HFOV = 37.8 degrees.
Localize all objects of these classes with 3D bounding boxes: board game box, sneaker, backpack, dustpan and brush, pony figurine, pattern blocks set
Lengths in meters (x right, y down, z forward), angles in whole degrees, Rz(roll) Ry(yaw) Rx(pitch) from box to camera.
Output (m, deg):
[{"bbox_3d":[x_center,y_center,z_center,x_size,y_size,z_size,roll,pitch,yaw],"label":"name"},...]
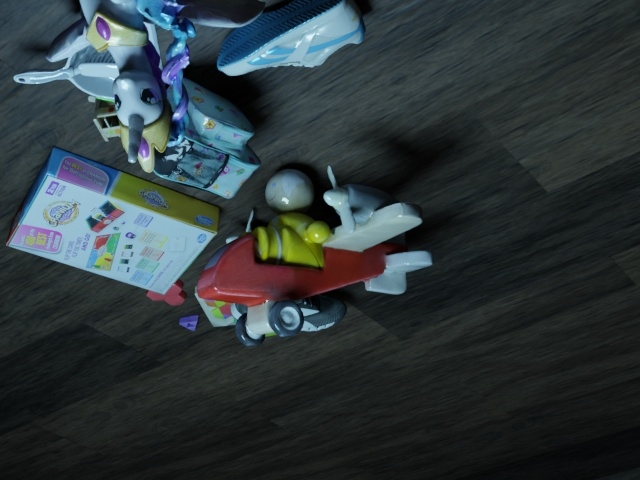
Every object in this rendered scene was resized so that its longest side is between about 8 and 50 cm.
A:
[{"bbox_3d":[-0.379,-0.026,1.706,0.317,0.064,0.242,21,139,-25],"label":"board game box"},{"bbox_3d":[-0.057,0.122,1.853,0.234,0.078,0.106,5,142,-10],"label":"sneaker"},{"bbox_3d":[-0.046,-0.284,1.344,0.229,0.087,0.092,-17,142,25],"label":"sneaker"},{"bbox_3d":[-0.183,-0.155,1.452,0.144,0.166,0.188,-48,140,9],"label":"backpack"},{"bbox_3d":[-0.349,-0.259,1.397,0.211,0.060,0.147,0,143,0],"label":"dustpan and brush"},{"bbox_3d":[-0.244,-0.307,1.152,0.303,0.351,0.363,-10,123,8],"label":"pony figurine"},{"bbox_3d":[-0.163,0.126,1.940,0.325,0.026,0.285,-17,140,21],"label":"pattern blocks set"}]

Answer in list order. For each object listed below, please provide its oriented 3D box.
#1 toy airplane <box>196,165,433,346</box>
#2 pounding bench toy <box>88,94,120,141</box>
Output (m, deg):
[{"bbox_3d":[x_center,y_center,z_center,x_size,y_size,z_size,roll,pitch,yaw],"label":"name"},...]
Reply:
[{"bbox_3d":[0.000,0.000,1.617,0.386,0.272,0.384,-20,177,10],"label":"toy airplane"},{"bbox_3d":[-0.321,-0.207,1.474,0.065,0.052,0.083,-8,142,10],"label":"pounding bench toy"}]
